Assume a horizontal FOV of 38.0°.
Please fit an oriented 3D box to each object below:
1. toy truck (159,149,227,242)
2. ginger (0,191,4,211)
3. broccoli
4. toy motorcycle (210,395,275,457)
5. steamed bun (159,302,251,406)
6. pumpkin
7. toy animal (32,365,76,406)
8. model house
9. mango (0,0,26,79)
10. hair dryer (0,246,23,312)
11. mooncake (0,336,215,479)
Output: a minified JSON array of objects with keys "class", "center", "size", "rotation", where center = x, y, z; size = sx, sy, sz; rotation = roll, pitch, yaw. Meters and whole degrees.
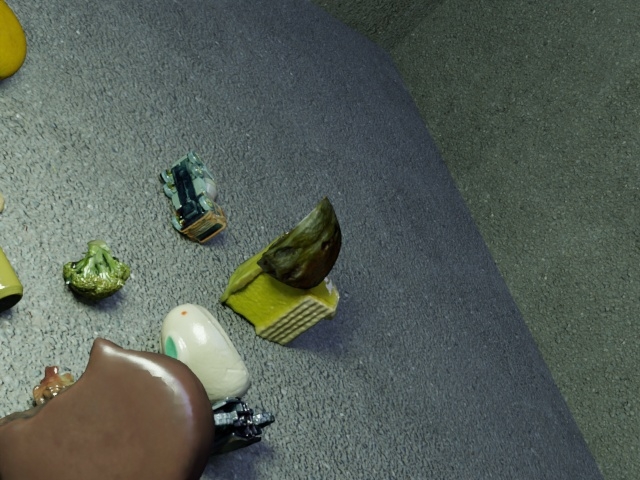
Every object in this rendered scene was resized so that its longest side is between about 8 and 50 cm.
[{"class":"toy truck","center":[-0.304,-0.110,2.309],"size":[0.140,0.108,0.256],"rotation":[40,21,-48]},{"class":"ginger","center":[-0.683,-0.113,1.785],"size":[0.173,0.051,0.069],"rotation":[25,38,-37]},{"class":"broccoli","center":[-0.445,0.060,1.848],"size":[0.131,0.120,0.130],"rotation":[-5,23,-20]},{"class":"toy motorcycle","center":[-0.200,0.371,1.815],"size":[0.270,0.159,0.106],"rotation":[28,40,-67]},{"class":"steamed bun","center":[-0.246,0.241,1.880],"size":[0.131,0.177,0.228],"rotation":[-35,100,-20]},{"class":"pumpkin","center":[0.000,0.000,2.122],"size":[0.148,0.169,0.312],"rotation":[48,28,-4]},{"class":"toy animal","center":[-0.390,0.348,1.603],"size":[0.157,0.097,0.312],"rotation":[-8,63,-46]},{"class":"model house","center":[-0.088,0.137,2.219],"size":[0.234,0.193,0.175],"rotation":[47,26,-10]},{"class":"mango","center":[-0.785,-0.456,1.889],"size":[0.300,0.232,0.446],"rotation":[56,21,22]},{"class":"hair dryer","center":[-0.595,0.035,1.559],"size":[0.135,0.090,0.278],"rotation":[57,-8,13]},{"class":"mooncake","center":[-0.343,0.321,1.462],"size":[0.334,0.326,0.174],"rotation":[17,-9,8]}]
